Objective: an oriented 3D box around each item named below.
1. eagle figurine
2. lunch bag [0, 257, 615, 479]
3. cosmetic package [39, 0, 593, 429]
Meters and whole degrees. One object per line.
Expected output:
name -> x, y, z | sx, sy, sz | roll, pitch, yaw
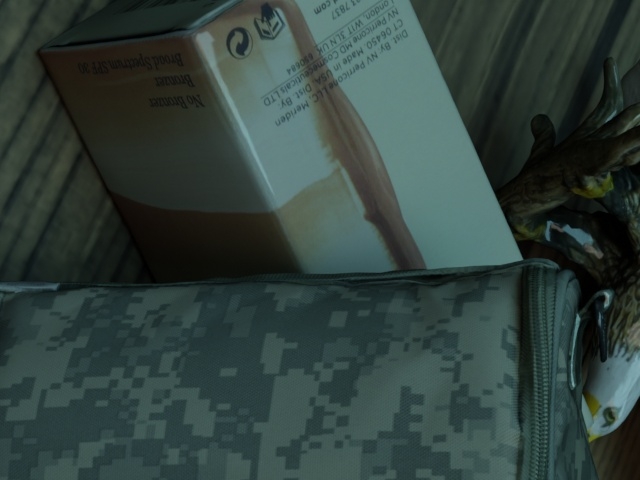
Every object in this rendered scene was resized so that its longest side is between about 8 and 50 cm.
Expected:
eagle figurine -> 0.220, 0.053, 1.150 | 0.298, 0.226, 0.225 | 41, 103, -14
lunch bag -> -0.020, 0.138, 0.864 | 0.212, 0.305, 0.256 | 25, 62, -76
cosmetic package -> 0.000, 0.000, 1.009 | 0.129, 0.153, 0.296 | -38, 111, -31
